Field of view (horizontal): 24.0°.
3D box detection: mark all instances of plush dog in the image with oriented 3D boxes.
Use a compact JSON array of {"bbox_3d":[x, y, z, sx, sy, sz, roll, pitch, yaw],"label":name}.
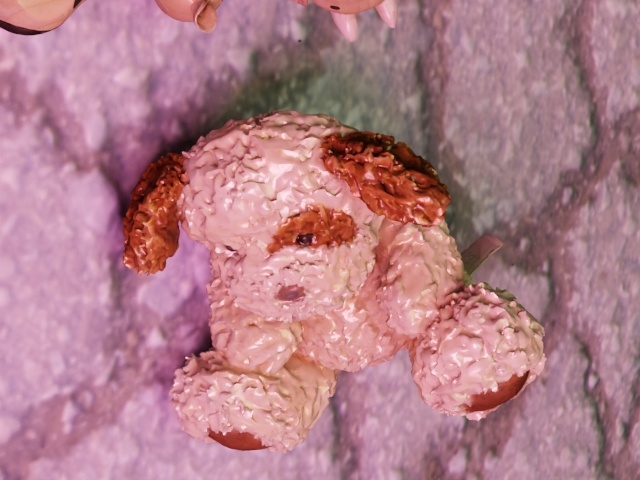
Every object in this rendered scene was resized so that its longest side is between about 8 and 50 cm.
[{"bbox_3d":[0.000,0.000,0.988,0.225,0.263,0.210,55,30,-48],"label":"plush dog"}]

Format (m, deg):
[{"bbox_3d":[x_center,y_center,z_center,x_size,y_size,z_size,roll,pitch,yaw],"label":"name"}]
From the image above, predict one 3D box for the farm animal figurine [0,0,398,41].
[{"bbox_3d":[-0.021,-0.207,0.892,0.326,0.330,0.172,-59,137,-53],"label":"farm animal figurine"}]
